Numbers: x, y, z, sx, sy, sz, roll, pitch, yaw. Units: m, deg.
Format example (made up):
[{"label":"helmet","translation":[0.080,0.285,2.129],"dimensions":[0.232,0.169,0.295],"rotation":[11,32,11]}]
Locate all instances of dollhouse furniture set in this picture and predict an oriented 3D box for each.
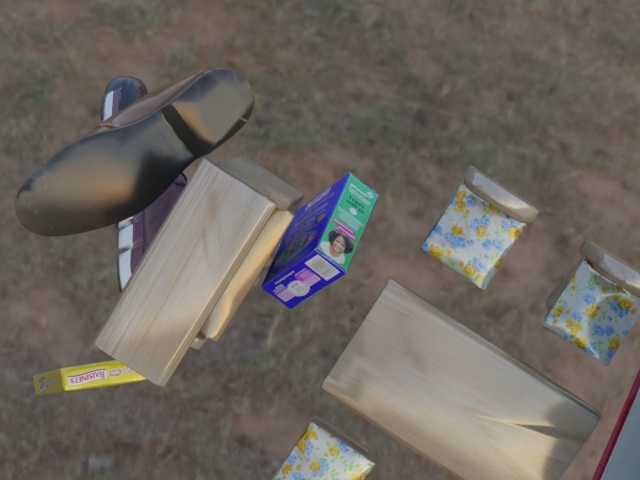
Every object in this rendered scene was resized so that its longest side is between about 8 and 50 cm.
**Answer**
[{"label":"dollhouse furniture set","translation":[0.044,0.099,1.127],"dimensions":[0.394,0.362,0.256],"rotation":[32,8,2]}]

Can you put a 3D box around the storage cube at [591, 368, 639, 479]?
[{"label":"storage cube","translation":[0.351,0.190,1.060],"dimensions":[0.193,0.184,0.215],"rotation":[29,68,-3]}]

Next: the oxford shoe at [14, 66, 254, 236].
[{"label":"oxford shoe","translation":[-0.155,-0.072,1.076],"dimensions":[0.212,0.076,0.076],"rotation":[-32,25,-13]}]

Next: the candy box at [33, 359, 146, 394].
[{"label":"candy box","translation":[-0.233,0.141,1.375],"dimensions":[0.105,0.206,0.027],"rotation":[-9,86,-20]}]

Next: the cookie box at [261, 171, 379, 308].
[{"label":"cookie box","translation":[0.000,0.000,1.238],"dimensions":[0.040,0.092,0.107],"rotation":[38,47,-17]}]

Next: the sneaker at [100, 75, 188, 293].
[{"label":"sneaker","translation":[-0.140,-0.053,1.429],"dimensions":[0.162,0.106,0.281],"rotation":[-11,79,9]}]
